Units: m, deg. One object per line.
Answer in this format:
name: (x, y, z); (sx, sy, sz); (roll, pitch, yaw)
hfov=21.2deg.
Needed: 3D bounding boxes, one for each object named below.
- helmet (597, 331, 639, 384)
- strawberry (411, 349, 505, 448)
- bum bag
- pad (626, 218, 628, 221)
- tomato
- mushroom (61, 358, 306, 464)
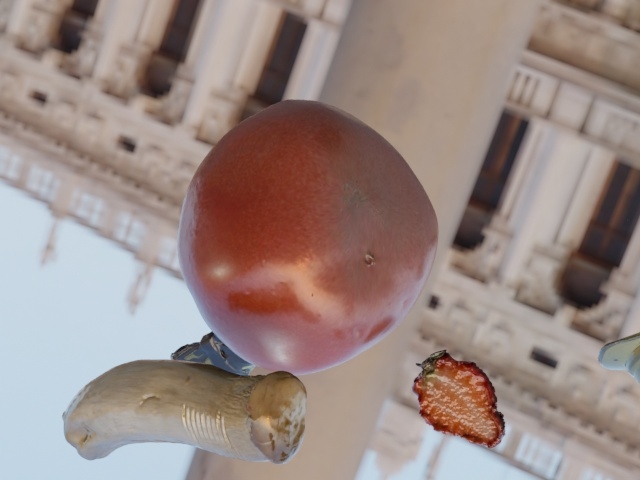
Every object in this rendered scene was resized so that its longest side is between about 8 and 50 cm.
helmet: (0.532, 0.184, 2.397); (0.204, 0.257, 0.137); (31, -142, -60)
strawberry: (0.180, 0.207, 2.209); (0.152, 0.104, 0.048); (48, -166, 17)
bum bag: (-0.121, 0.147, 2.424); (0.106, 0.232, 0.060); (37, -133, -15)
pad: (0.476, -0.114, 1.872); (0.055, 0.323, 0.250); (43, -174, -3)
tomato: (0.000, 0.000, 2.116); (0.341, 0.341, 0.273); (10, 170, -33)
mushroom: (-0.162, 0.196, 1.946); (0.351, 0.123, 0.095); (-5, -171, 39)
